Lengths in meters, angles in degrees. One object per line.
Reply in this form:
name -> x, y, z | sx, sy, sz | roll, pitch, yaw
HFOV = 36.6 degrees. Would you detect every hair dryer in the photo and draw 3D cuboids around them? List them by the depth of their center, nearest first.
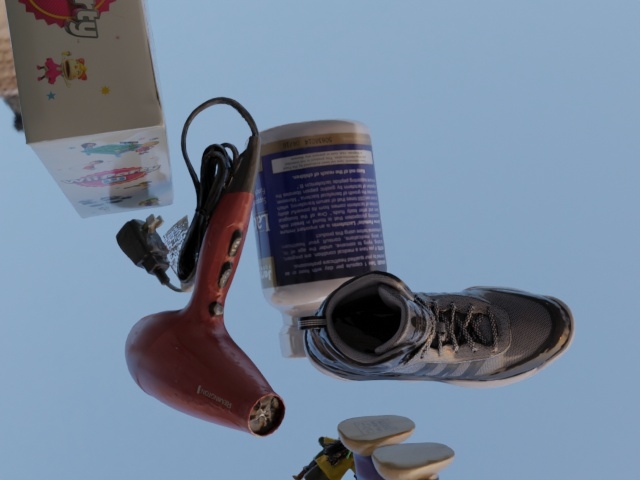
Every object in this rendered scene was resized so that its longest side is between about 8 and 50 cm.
hair dryer -> -0.105, 0.041, 0.818 | 0.080, 0.223, 0.293 | 1, -127, -37

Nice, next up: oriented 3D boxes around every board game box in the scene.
board game box -> -0.181, -0.155, 0.785 | 0.098, 0.303, 0.223 | -9, -97, -9

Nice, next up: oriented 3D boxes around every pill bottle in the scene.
pill bottle -> 0.000, 0.000, 1.134 | 0.153, 0.153, 0.264 | -8, -94, 3

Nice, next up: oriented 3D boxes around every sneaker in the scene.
sneaker -> 0.109, 0.085, 0.910 | 0.269, 0.153, 0.101 | -4, -104, 7

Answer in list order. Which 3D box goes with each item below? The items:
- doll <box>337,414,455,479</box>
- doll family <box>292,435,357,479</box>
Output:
doll -> 0.035, 0.188, 0.498 | 0.046, 0.188, 0.129 | -5, -167, -24
doll family -> 0.043, 0.300, 1.201 | 0.111, 0.076, 0.193 | -43, -129, -7
